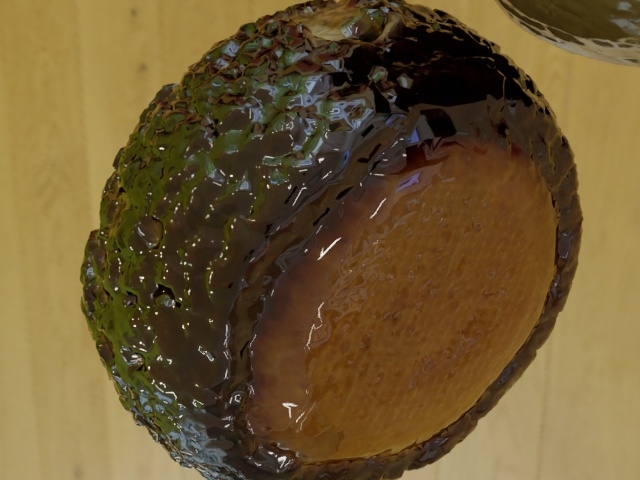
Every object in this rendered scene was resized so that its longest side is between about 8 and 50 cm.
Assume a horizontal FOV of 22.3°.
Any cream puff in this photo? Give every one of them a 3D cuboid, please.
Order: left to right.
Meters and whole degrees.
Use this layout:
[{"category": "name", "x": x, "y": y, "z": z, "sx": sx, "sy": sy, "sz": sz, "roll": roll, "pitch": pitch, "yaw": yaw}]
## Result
[{"category": "cream puff", "x": 0.000, "y": 0.000, "z": 0.743, "sx": 0.165, "sy": 0.239, "sz": 0.239, "roll": 41, "pitch": 134, "yaw": 42}]

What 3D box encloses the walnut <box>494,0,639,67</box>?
[{"category": "walnut", "x": 0.169, "y": -0.179, "z": 0.644, "sx": 0.282, "sy": 0.227, "sz": 0.283, "roll": 13, "pitch": 151, "yaw": 8}]
